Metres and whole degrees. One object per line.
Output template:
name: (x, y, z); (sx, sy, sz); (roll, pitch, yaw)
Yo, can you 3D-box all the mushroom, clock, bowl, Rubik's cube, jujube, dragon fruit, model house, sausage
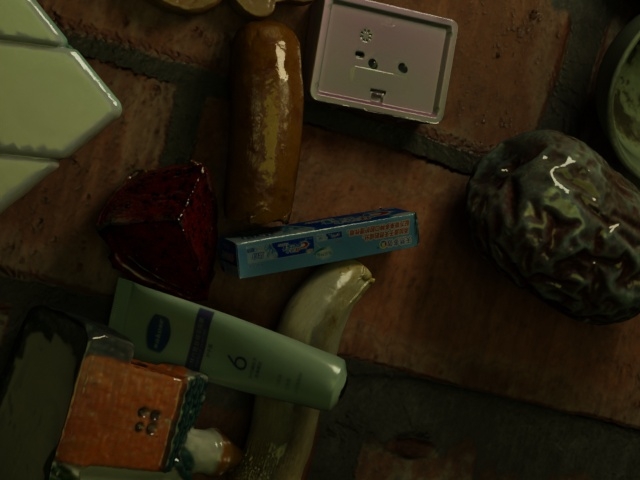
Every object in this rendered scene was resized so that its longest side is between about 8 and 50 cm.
mushroom: (-0.028, 0.185, 1.498); (0.122, 0.095, 0.351); (24, 87, -39)
clock: (0.078, -0.244, 1.507); (0.197, 0.063, 0.150); (8, 92, -19)
bowl: (0.513, -0.226, 1.601); (0.289, 0.146, 0.289); (-5, 111, -14)
Rubik's cube: (-0.425, -0.164, 1.121); (0.319, 0.316, 0.322); (-40, 108, -5)
jujube: (0.352, -0.012, 1.551); (0.317, 0.226, 0.226); (38, 82, -23)
dragon fruit: (-0.197, -0.009, 1.433); (0.127, 0.120, 0.161); (-64, 147, -45)
model house: (-0.246, 0.247, 1.400); (0.301, 0.190, 0.271); (18, 86, -34)
sausage: (-0.075, -0.154, 1.444); (0.109, 0.109, 0.270); (2, 91, -19)

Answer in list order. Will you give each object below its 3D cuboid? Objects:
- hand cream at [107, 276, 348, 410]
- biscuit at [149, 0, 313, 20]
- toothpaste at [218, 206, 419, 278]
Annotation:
hand cream: (-0.119, 0.142, 1.418); (0.320, 0.067, 0.109); (17, 109, 7)
biscuit: (-0.129, -0.386, 1.434); (0.288, 0.044, 0.202); (6, 90, -20)
toothpaste: (0.000, 0.000, 1.484); (0.272, 0.066, 0.053); (-9, 101, -26)
